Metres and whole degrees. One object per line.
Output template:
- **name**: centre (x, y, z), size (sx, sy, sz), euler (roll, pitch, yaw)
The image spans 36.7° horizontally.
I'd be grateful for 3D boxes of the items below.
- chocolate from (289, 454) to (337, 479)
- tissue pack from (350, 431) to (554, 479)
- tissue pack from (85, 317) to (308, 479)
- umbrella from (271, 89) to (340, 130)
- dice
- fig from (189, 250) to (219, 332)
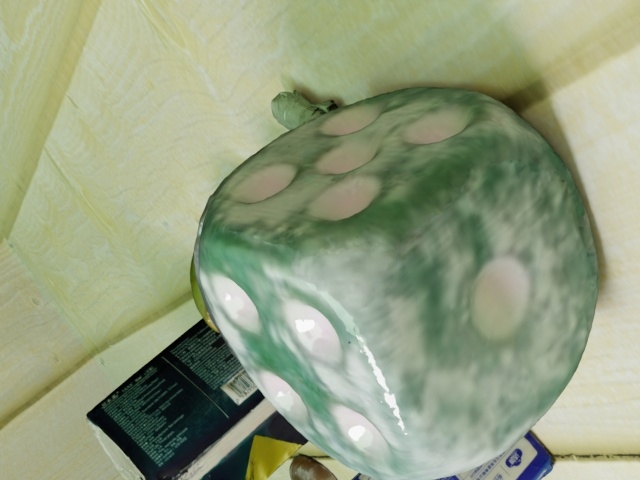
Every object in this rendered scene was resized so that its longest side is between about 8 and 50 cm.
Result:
- **chocolate**: centre (0.007, 0.640, 2.311), size (0.157, 0.080, 0.254), euler (9, 132, 55)
- **tissue pack**: centre (0.181, 0.352, 1.418), size (0.209, 0.269, 0.137), euler (47, 156, 2)
- **tissue pack**: centre (-0.192, 0.320, 1.815), size (0.264, 0.416, 0.253), euler (31, 149, 36)
- **umbrella**: centre (-0.007, -0.162, 1.294), size (0.143, 0.062, 0.067), euler (27, 115, 42)
- **dice**: centre (0.081, 0.041, 1.092), size (0.348, 0.330, 0.328), euler (12, 134, 50)
- **fig**: centre (-0.121, 0.054, 1.560), size (0.207, 0.230, 0.207), euler (38, 152, 24)
